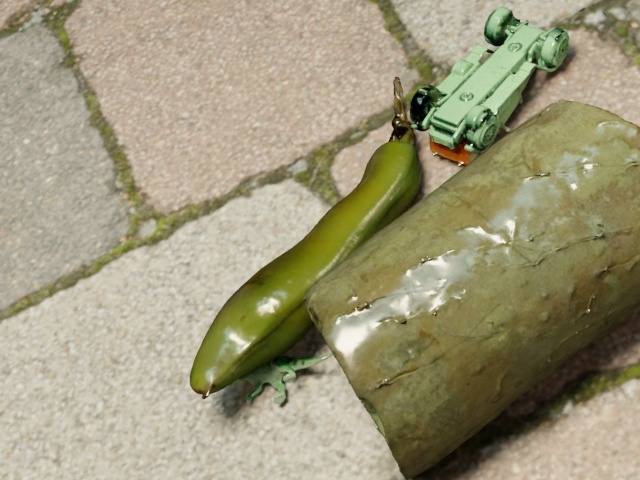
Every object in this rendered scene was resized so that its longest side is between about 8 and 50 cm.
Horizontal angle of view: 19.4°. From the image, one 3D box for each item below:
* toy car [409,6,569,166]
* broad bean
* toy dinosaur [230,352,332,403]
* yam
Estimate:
[{"bbox_3d":[0.135,-0.123,1.482,0.073,0.054,0.143,23,57,33],"label":"toy car"},{"bbox_3d":[0.005,0.007,1.419,0.075,0.067,0.325,19,53,32],"label":"broad bean"},{"bbox_3d":[-0.031,0.092,1.401,0.083,0.021,0.062,-28,35,1],"label":"toy dinosaur"},{"bbox_3d":[0.118,0.030,1.295,0.268,0.161,0.161,-38,48,-9],"label":"yam"}]
